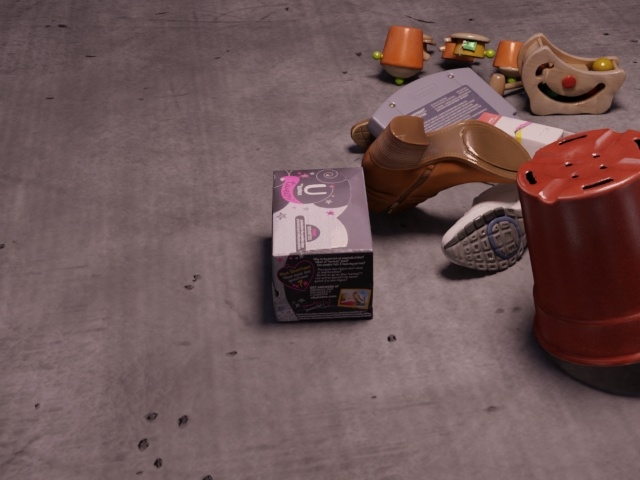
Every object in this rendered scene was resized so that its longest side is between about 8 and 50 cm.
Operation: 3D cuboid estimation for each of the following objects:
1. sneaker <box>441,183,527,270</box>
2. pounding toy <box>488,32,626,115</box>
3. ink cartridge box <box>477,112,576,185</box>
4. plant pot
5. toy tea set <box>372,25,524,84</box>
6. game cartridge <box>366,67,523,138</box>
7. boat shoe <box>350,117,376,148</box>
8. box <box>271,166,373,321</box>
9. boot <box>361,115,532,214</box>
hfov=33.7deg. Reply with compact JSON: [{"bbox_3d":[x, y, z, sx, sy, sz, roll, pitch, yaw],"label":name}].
[{"bbox_3d":[0.307,-0.035,1.826,0.297,0.111,0.129,-26,26,-35],"label":"sneaker"},{"bbox_3d":[0.485,-0.363,2.210,0.269,0.154,0.155,-1,35,1],"label":"pounding toy"},{"bbox_3d":[0.378,-0.154,1.954,0.198,0.115,0.067,16,38,25],"label":"ink cartridge box"},{"bbox_3d":[0.415,-0.004,1.551,0.272,0.265,0.272,-17,26,9],"label":"plant pot"},{"bbox_3d":[0.286,-0.391,2.329,0.336,0.124,0.200,11,8,25],"label":"toy tea set"},{"bbox_3d":[0.239,-0.235,2.074,0.294,0.060,0.196,-29,70,-34],"label":"game cartridge"},{"bbox_3d":[0.135,-0.225,2.120,0.178,0.064,0.060,-13,31,-23],"label":"boat shoe"},{"bbox_3d":[0.000,0.000,1.737,0.163,0.142,0.247,-2,35,0],"label":"box"},{"bbox_3d":[0.204,-0.107,1.840,0.283,0.220,0.109,5,57,-17],"label":"boot"}]
